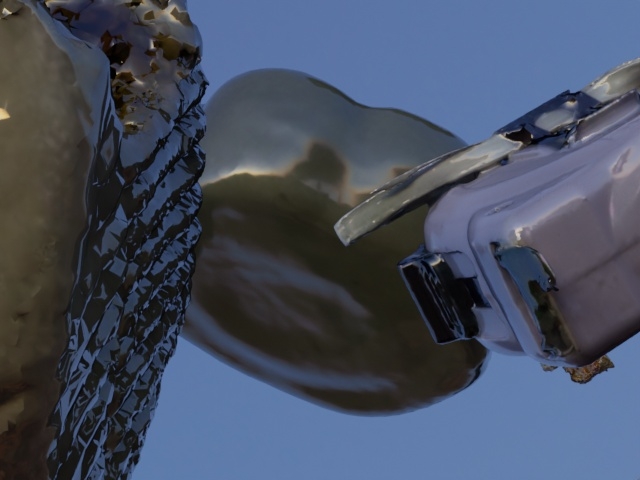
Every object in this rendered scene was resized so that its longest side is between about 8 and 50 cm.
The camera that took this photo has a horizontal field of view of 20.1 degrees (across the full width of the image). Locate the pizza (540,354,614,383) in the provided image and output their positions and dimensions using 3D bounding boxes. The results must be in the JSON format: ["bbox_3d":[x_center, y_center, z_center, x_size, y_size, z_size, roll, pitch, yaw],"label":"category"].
[{"bbox_3d":[0.165,0.075,1.221,0.016,0.083,0.037,-9,-73,-39],"label":"pizza"}]

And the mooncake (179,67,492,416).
[{"bbox_3d":[0.000,0.000,1.188,0.275,0.135,0.275,15,-30,9],"label":"mooncake"}]

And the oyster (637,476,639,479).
[{"bbox_3d":[0.254,0.194,1.003,0.238,0.351,0.115,-39,-66,7],"label":"oyster"}]

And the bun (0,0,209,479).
[{"bbox_3d":[-0.153,0.009,0.613,0.204,0.281,0.281,8,-45,7],"label":"bun"}]

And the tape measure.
[{"bbox_3d":[0.127,-0.019,0.855,0.196,0.178,0.105,-33,-81,-27],"label":"tape measure"}]
